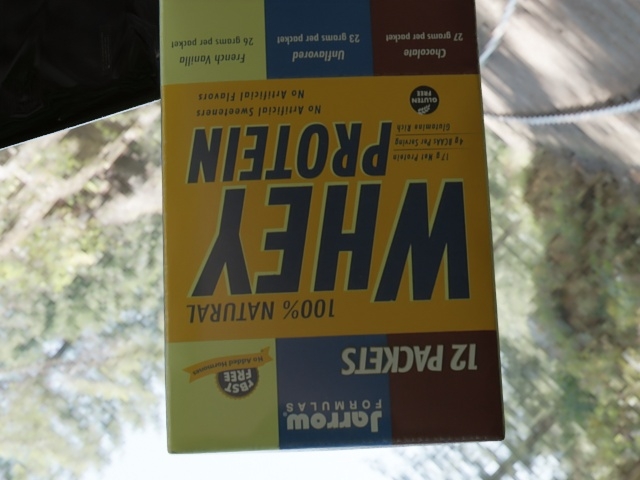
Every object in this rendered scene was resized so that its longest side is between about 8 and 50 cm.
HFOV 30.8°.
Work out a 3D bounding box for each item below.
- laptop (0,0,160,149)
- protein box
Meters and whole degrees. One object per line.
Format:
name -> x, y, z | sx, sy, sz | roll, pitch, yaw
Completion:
laptop -> -0.336, -0.266, 0.856 | 0.236, 0.382, 0.408 | 17, -153, 31
protein box -> 0.000, 0.000, 0.563 | 0.200, 0.135, 0.201 | 96, 171, -80
